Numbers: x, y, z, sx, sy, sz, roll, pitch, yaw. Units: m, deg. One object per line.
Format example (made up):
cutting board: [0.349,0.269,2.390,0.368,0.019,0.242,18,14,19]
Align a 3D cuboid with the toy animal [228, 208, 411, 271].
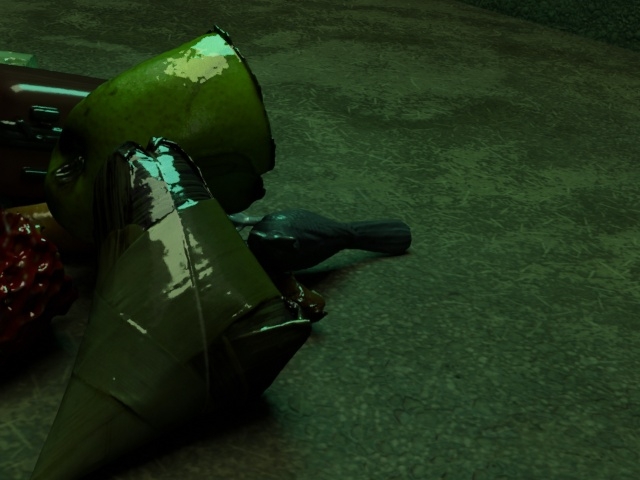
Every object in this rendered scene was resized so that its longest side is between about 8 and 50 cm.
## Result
toy animal: [-0.039,-0.001,1.311,0.206,0.081,0.367,2,2,27]

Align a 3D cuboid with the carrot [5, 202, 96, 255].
carrot: [-0.309,-0.018,1.299,0.193,0.087,0.087,-10,30,-21]

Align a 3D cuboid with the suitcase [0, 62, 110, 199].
suitcase: [-0.339,-0.146,1.398,0.297,0.161,0.236,3,15,-32]

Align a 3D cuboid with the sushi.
sushi: [-0.042,0.070,1.218,0.118,0.061,0.060,38,-1,40]

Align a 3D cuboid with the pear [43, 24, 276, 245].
pear: [-0.198,-0.101,1.186,0.255,0.238,0.164,-24,69,-26]

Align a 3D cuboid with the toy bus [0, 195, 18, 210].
toy bus: [-0.468,-0.034,1.309,0.123,0.060,0.075,14,25,14]

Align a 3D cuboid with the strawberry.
strawberry: [-0.382,0.065,1.044,0.234,0.234,0.178,13,57,12]

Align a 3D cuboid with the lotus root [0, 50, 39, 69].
lotus root: [-0.545,-0.219,1.593,0.119,0.138,0.235,5,26,10]

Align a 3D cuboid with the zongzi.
zongzi: [-0.209,0.063,0.980,0.317,0.154,0.289,-25,71,-35]
